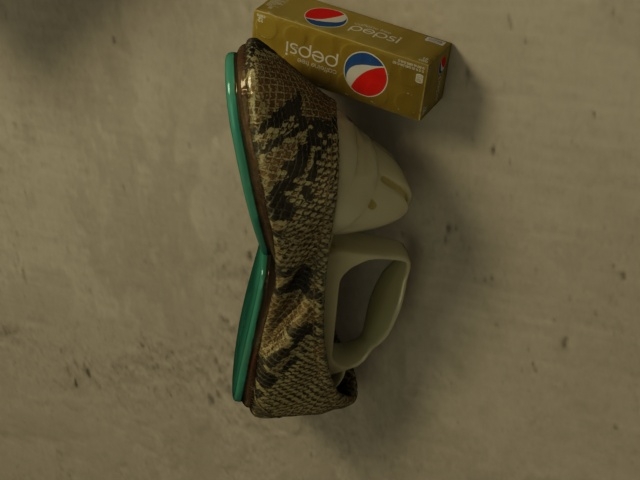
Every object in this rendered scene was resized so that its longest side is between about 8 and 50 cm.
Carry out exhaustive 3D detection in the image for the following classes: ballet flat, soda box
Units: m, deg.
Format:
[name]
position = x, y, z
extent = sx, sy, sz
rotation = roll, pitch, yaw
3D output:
[ballet flat]
position = 0.000, 0.000, 1.410
extent = 0.182, 0.164, 0.482
rotation = 1, 134, -1
[soda box]
position = 0.026, -0.175, 1.338
extent = 0.181, 0.058, 0.061
rotation = 21, 128, 19
